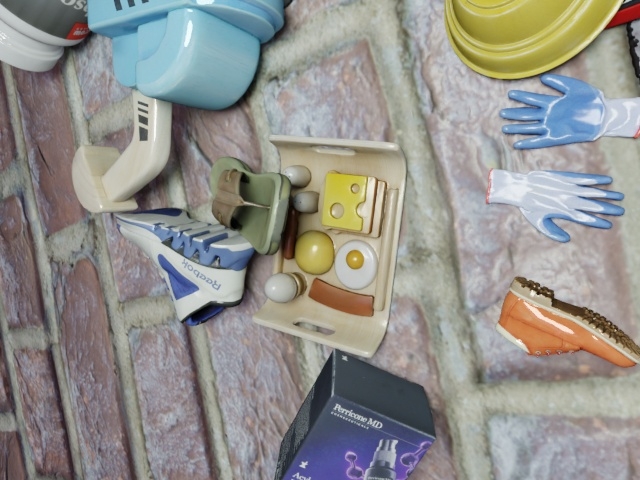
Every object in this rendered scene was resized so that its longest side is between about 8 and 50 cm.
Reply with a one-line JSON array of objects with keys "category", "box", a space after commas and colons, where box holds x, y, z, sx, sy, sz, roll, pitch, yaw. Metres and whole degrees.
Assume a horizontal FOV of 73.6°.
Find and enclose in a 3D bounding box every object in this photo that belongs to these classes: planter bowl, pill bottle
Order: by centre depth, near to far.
[{"category": "planter bowl", "box": [0.218, -0.303, 0.479, 0.217, 0.090, 0.217, 7, 101, 42]}, {"category": "pill bottle", "box": [-0.524, -0.521, 0.829, 0.363, 0.210, 0.210, -36, 77, 27]}]

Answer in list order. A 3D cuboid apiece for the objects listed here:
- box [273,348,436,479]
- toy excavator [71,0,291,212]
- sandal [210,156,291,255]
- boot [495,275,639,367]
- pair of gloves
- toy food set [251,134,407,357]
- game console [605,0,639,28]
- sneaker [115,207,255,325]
[{"category": "box", "box": [0.041, 0.287, 0.612, 0.153, 0.108, 0.207, 24, 108, -5]}, {"category": "toy excavator", "box": [-0.260, -0.263, 0.698, 0.433, 0.222, 0.444, 4, 96, 29]}, {"category": "sandal", "box": [-0.131, -0.060, 0.655, 0.303, 0.086, 0.120, 29, 111, 54]}, {"category": "boot", "box": [0.297, 0.117, 0.522, 0.158, 0.059, 0.084, 31, 111, 32]}, {"category": "pair of gloves", "box": [0.292, -0.100, 0.523, 0.159, 0.023, 0.198, 15, 100, 27]}, {"category": "toy food set", "box": [0.000, 0.000, 0.651, 0.220, 0.092, 0.306, 10, 100, 28]}, {"category": "game console", "box": [0.393, -0.449, 0.428, 0.342, 0.060, 0.386, -10, 89, 35]}, {"category": "sneaker", "box": [-0.249, 0.050, 0.767, 0.316, 0.127, 0.182, 16, 109, 33]}]
